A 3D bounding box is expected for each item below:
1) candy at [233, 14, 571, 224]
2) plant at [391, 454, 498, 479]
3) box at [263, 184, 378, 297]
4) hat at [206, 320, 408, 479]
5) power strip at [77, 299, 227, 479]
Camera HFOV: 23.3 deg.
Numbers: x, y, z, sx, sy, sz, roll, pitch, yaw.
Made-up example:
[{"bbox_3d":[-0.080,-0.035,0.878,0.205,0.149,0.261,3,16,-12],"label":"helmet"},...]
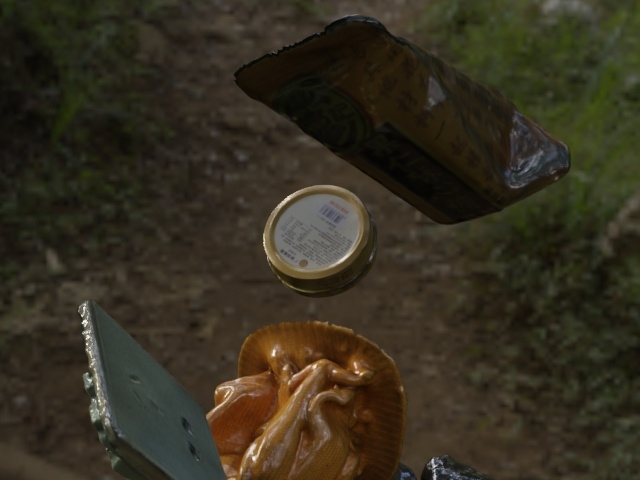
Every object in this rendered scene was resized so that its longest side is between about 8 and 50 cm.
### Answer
[{"bbox_3d":[0.062,-0.093,1.190,0.143,0.101,0.271,-20,-33,36],"label":"candy"},{"bbox_3d":[0.135,0.347,1.734,0.276,0.188,0.199,8,49,37],"label":"plant"},{"bbox_3d":[0.000,0.000,1.426,0.105,0.037,0.106,-7,57,11],"label":"box"},{"bbox_3d":[-0.048,0.241,1.642,0.244,0.233,0.233,-23,15,38],"label":"hat"},{"bbox_3d":[-0.171,0.182,1.472,0.064,0.213,0.198,-34,38,10],"label":"power strip"}]
